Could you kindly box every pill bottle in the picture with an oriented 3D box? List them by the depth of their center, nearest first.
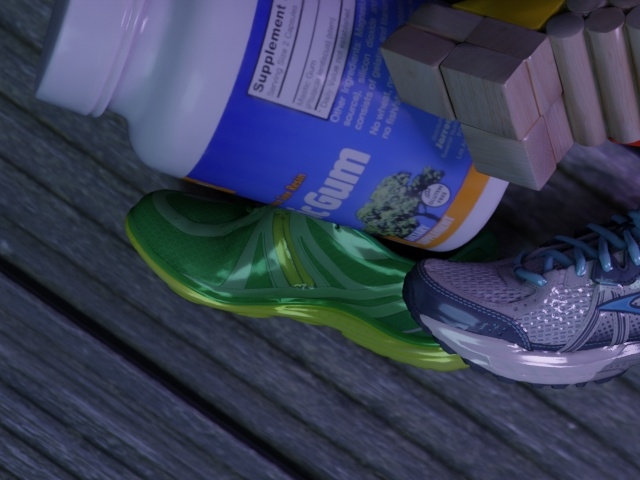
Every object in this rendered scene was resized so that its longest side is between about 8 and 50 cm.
[{"bbox_3d":[-0.025,-0.097,0.819,0.272,0.152,0.152,15,137,-17],"label":"pill bottle"}]

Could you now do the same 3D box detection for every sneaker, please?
[{"bbox_3d":[0.193,0.019,0.867,0.283,0.110,0.122,4,118,-9],"label":"sneaker"},{"bbox_3d":[0.000,0.000,1.000,0.296,0.109,0.123,14,113,17],"label":"sneaker"}]

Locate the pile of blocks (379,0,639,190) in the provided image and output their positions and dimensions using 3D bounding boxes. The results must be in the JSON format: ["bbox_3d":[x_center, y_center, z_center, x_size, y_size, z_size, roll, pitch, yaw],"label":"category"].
[{"bbox_3d":[0.221,-0.117,0.735,0.362,0.149,0.112,-10,138,15],"label":"pile of blocks"}]
